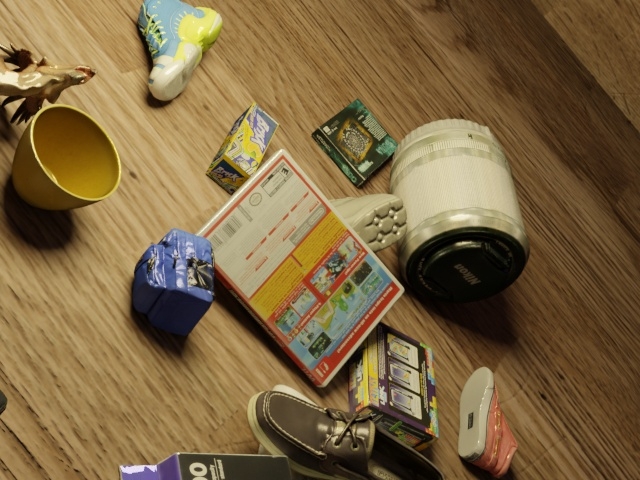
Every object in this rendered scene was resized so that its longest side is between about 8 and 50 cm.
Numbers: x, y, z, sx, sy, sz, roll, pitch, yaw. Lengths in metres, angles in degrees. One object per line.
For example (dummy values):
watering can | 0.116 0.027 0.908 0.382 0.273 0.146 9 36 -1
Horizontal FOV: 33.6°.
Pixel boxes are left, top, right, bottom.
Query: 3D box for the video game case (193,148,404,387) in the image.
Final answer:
video game case | -0.029 0.039 1.517 0.285 0.025 0.204 49 63 -13

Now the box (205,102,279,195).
box | -0.121 -0.147 1.674 0.059 0.054 0.169 40 35 -15

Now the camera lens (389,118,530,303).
camera lens | 0.234 -0.046 1.831 0.219 0.219 0.274 26 40 -30

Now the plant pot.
plant pot | -0.334 -0.090 1.336 0.134 0.095 0.134 32 42 -35

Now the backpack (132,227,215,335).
backpack | -0.189 0.043 1.380 0.101 0.098 0.120 25 42 -27

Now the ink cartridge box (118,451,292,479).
ink cartridge box | -0.114 0.341 1.198 0.208 0.045 0.206 7 52 -30

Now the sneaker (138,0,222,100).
sneaker | -0.249 -0.310 1.678 0.126 0.091 0.240 27 37 -1

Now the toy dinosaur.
toy dinosaur | -0.453 -0.222 1.325 0.295 0.127 0.200 31 25 2

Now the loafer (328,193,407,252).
loafer | 0.000 0.000 1.638 0.319 0.111 0.112 -18 105 -41

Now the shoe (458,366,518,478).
shoe | 0.270 0.292 1.696 0.081 0.063 0.178 37 42 -21

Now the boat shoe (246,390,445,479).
boat shoe | 0.038 0.262 1.353 0.285 0.092 0.103 35 38 -19

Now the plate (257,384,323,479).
plate | 0.033 0.348 1.389 0.278 0.045 0.277 36 37 -19

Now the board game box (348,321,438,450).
board game box | 0.108 0.214 1.597 0.141 0.048 0.170 29 40 -25

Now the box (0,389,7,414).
box | -0.566 0.141 0.687 0.472 0.297 0.480 47 35 -7

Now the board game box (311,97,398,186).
board game box | 0.067 -0.182 1.944 0.126 0.026 0.186 49 34 -2
